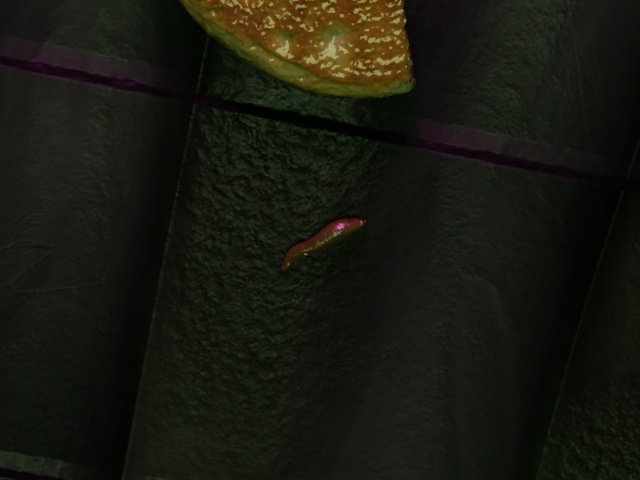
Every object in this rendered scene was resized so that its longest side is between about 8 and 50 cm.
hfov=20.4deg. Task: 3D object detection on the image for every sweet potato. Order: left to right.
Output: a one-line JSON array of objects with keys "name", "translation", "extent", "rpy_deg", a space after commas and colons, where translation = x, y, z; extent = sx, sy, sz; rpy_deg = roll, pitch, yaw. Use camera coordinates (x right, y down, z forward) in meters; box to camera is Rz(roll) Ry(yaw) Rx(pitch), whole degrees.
[{"name": "sweet potato", "translation": [0.000, 0.000, 2.045], "extent": [0.115, 0.026, 0.026], "rpy_deg": [-27, 108, 9]}]

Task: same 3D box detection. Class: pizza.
[{"name": "pizza", "translation": [-0.043, -0.258, 1.921], "extent": [0.268, 0.087, 0.258], "rpy_deg": [-9, 114, 2]}]
